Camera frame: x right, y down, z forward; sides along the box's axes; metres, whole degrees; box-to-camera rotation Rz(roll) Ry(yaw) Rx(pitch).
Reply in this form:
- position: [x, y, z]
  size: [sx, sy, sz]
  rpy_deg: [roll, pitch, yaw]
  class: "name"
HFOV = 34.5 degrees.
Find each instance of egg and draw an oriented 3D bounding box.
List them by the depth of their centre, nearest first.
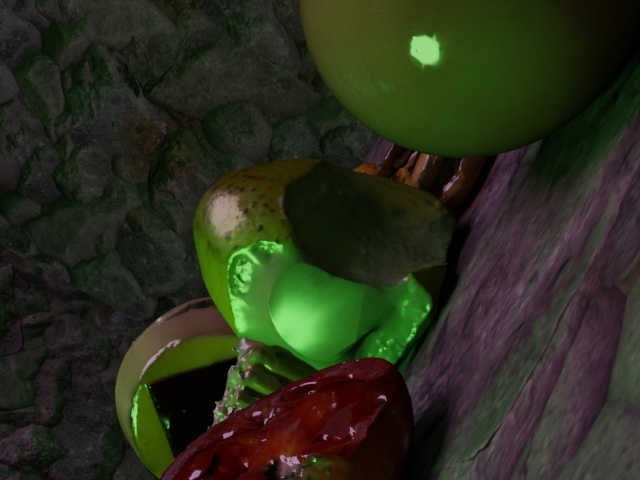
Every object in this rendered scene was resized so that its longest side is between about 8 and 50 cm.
- position: [0.129, -0.225, 0.922]
  size: [0.301, 0.301, 0.374]
  rpy_deg: [-60, 3, 1]
  class: "egg"

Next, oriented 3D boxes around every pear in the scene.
- position: [0.000, 0.000, 1.159]
  size: [0.286, 0.281, 0.176]
  rpy_deg: [-64, 0, -57]
  class: "pear"

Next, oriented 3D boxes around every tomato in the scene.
- position: [-0.015, 0.207, 0.853]
  size: [0.233, 0.140, 0.200]
  rpy_deg: [-26, 12, 0]
  class: "tomato"

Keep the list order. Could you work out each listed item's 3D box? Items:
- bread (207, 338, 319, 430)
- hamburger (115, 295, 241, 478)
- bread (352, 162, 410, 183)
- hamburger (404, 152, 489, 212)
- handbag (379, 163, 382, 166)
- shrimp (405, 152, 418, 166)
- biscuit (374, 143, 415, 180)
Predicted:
- position: [-0.053, 0.194, 1.260]
  size: [0.274, 0.149, 0.274]
  rpy_deg: [-158, 90, -87]
  class: "bread"
- position: [-0.148, 0.222, 1.493]
  size: [0.300, 0.300, 0.176]
  rpy_deg: [-59, 19, 13]
  class: "hamburger"
- position: [0.069, -0.008, 1.508]
  size: [0.236, 0.120, 0.198]
  rpy_deg: [-62, 11, 2]
  class: "bread"
- position: [0.157, -0.093, 1.285]
  size: [0.147, 0.083, 0.138]
  rpy_deg: [123, 171, -66]
  class: "hamburger"
- position: [0.046, 0.017, 1.770]
  size: [0.192, 0.074, 0.332]
  rpy_deg: [-54, -11, -35]
  class: "handbag"
- position: [0.157, -0.129, 1.774]
  size: [0.150, 0.068, 0.249]
  rpy_deg: [-46, -2, -45]
  class: "shrimp"
- position: [0.109, -0.121, 1.347]
  size: [0.138, 0.031, 0.205]
  rpy_deg: [-57, 1, -15]
  class: "biscuit"
